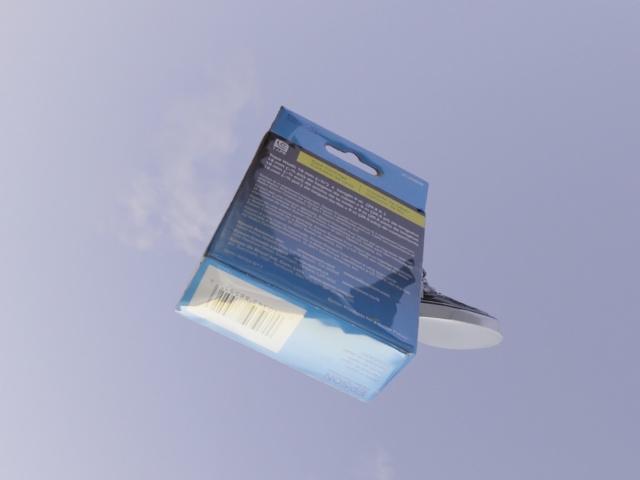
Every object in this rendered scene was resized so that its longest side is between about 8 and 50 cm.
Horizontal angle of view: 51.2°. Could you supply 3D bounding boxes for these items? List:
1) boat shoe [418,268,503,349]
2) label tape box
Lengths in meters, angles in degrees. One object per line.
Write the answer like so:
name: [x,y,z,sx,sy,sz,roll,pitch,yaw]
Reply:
boat shoe: [0.150,0.102,1.107,0.306,0.113,0.105,8,-122,7]
label tape box: [0.000,0.000,0.819,0.106,0.241,0.333,-57,-170,36]
